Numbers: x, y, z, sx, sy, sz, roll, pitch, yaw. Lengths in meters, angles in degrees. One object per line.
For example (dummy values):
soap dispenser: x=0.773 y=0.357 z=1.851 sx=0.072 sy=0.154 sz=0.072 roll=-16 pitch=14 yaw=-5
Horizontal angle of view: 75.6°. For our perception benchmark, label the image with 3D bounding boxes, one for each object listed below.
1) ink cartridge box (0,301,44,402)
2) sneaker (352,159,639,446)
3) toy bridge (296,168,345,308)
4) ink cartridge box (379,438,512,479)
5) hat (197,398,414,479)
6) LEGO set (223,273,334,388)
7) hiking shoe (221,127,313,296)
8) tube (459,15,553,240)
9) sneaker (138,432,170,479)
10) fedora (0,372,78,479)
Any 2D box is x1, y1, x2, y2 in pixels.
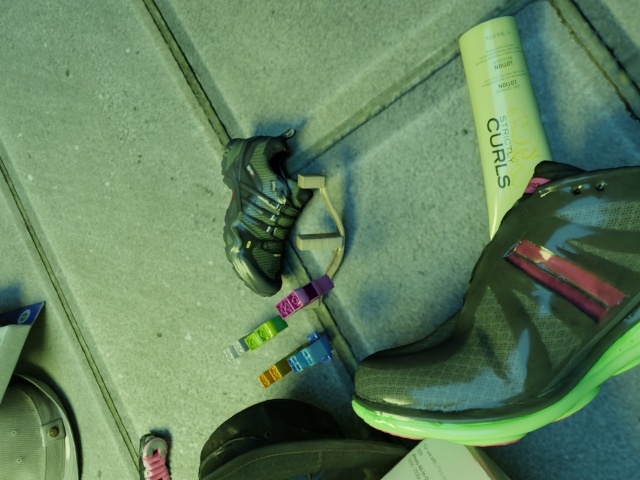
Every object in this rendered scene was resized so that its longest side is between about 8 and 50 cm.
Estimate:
ink cartridge box: x=-0.625 y=0.220 z=0.735 sx=0.223 sy=0.045 sz=0.224 roll=-15 pitch=52 yaw=20
sneaker: x=0.234 y=0.033 z=0.412 sx=0.482 sy=0.185 sz=0.202 roll=-32 pitch=80 yaw=8
toy bridge: x=0.000 y=0.000 z=0.548 sx=0.063 sy=0.026 sz=0.188 roll=-3 pitch=109 yaw=-18
ink cartridge box: x=0.108 y=0.364 z=0.403 sx=0.289 sy=0.121 sz=0.211 roll=-44 pitch=100 yaw=0
hat: x=-0.048 y=0.286 z=0.519 sx=0.331 sy=0.331 sz=0.134 roll=-47 pitch=35 yaw=16
LEGO set: x=-0.031 y=0.126 z=0.538 sx=0.087 sy=0.093 sz=0.227 roll=57 pitch=137 yaw=9
hiking shoe: x=-0.067 y=-0.038 z=0.558 sx=0.114 sy=0.086 sz=0.227 roll=-9 pitch=88 yaw=24
tube: x=0.216 y=-0.122 z=0.467 sx=0.070 sy=0.062 sz=0.240 roll=-10 pitch=95 yaw=50
sneaker: x=-0.284 y=0.378 z=0.686 sx=0.057 sy=0.047 sz=0.120 roll=7 pitch=95 yaw=42
fedora: x=-0.573 y=0.388 z=0.744 sx=0.243 sy=0.124 sz=0.276 roll=-8 pitch=89 yaw=21
